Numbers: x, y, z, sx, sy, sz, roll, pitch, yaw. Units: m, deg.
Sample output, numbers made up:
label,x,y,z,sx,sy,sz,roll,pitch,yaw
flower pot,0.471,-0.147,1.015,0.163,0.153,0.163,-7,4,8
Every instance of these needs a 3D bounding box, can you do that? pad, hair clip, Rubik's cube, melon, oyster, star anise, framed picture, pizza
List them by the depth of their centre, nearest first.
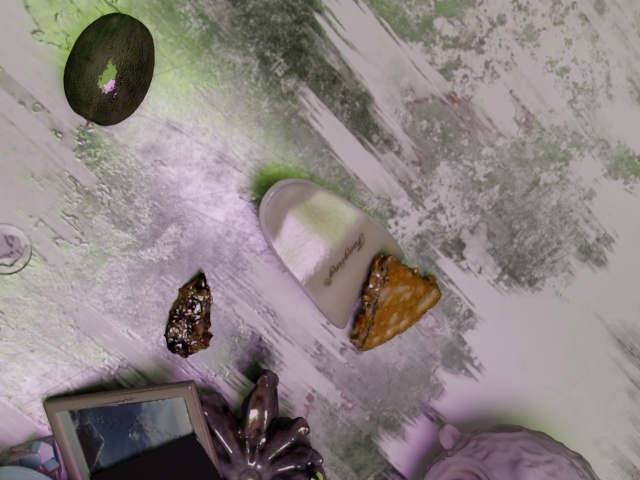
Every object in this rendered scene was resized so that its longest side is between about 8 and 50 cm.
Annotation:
label,x,y,z,sx,sy,sz,roll,pitch,yaw
melon,-0.291,-0.231,0.947,0.114,0.114,0.168,24,88,-19
Rubik's cube,-0.427,0.338,1.016,0.084,0.073,0.075,-29,106,-13
pad,-0.194,0.444,1.031,0.202,0.005,0.300,-26,101,17
framed picture,-0.260,0.376,1.037,0.247,0.022,0.335,-9,105,13
oyster,-0.206,0.119,1.072,0.086,0.029,0.132,-11,103,-15
hair clip,0.010,0.007,1.077,0.282,0.113,0.172,44,85,-19
star anise,-0.113,0.366,1.093,0.315,0.139,0.360,15,99,1
pizza,0.113,0.081,1.122,0.188,0.062,0.199,-32,139,-18

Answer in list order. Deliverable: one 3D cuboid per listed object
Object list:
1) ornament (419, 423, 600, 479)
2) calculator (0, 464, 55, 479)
label,x,y,z,sx,sy,sz,roll,pitch,yaw
ornament,0.324,0.478,1.133,0.336,0.337,0.337,-3,99,-17
calculator,-0.429,0.398,0.989,0.184,0.042,0.295,-27,124,20
